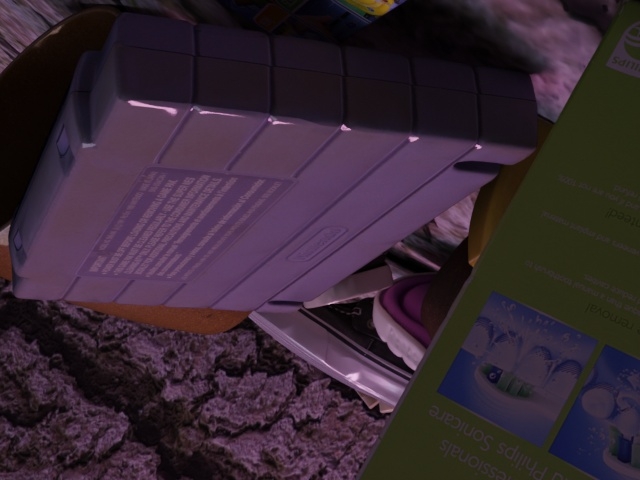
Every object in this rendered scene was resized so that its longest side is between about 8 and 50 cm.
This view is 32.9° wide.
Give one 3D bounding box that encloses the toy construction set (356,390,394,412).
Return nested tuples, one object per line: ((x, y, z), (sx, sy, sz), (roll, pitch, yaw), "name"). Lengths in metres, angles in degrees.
((0.167, 0.169, 1.414), (0.215, 0.151, 0.327), (26, -178, 22), "toy construction set")

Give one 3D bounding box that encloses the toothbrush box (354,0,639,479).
((0.132, 0.076, 0.477), (0.122, 0.283, 0.206), (25, 171, 27), "toothbrush box")

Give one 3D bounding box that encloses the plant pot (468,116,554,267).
((0.130, -0.012, 0.641), (0.081, 0.083, 0.081), (29, 172, 1), "plant pot")

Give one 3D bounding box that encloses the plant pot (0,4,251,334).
((-0.161, -0.029, 0.935), (0.254, 0.237, 0.237), (40, 167, -37), "plant pot")

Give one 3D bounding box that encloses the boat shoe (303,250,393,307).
((0.000, 0.000, 1.097), (0.324, 0.116, 0.097), (-153, 48, -83), "boat shoe")

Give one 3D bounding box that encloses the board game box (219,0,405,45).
((-0.026, -0.151, 0.511), (0.136, 0.035, 0.201), (32, 171, -14), "board game box")

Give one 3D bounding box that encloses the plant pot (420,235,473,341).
((0.185, 0.090, 0.738), (0.230, 0.215, 0.215), (41, 177, 26), "plant pot")

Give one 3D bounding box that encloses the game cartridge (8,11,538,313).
((-0.059, -0.027, 0.666), (0.230, 0.068, 0.355), (9, 159, -21), "game cartridge")

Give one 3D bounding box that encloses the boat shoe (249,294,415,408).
((0.071, 0.116, 1.232), (0.335, 0.119, 0.121), (29, 171, 0), "boat shoe")

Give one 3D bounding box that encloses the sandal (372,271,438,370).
((0.189, 0.095, 0.975), (0.416, 0.169, 0.102), (21, 128, 47), "sandal")
